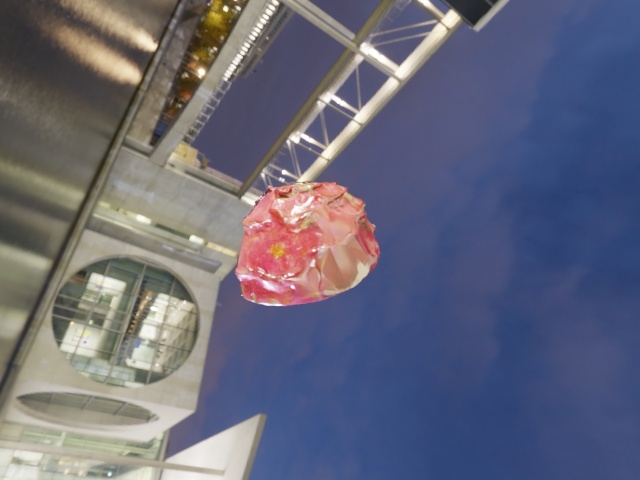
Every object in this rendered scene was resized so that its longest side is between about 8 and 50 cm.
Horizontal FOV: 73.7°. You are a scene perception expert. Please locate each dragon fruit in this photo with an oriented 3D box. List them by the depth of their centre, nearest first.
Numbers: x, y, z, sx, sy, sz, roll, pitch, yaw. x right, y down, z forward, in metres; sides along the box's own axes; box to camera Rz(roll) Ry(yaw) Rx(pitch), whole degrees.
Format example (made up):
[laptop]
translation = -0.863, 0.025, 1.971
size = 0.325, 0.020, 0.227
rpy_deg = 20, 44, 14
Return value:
[dragon fruit]
translation = 0.000, 0.000, 0.676
size = 0.189, 0.261, 0.163
rpy_deg = 43, -36, 32
